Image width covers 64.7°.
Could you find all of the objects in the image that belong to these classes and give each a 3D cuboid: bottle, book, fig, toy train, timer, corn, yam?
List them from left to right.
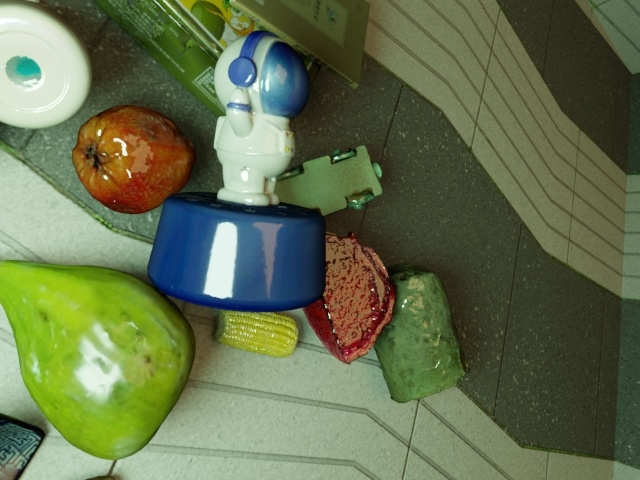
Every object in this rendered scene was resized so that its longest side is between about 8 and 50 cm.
[{"bbox_3d":[-0.394,-0.256,0.693,0.148,0.236,0.147,-11,123,-18],"label":"bottle"},{"bbox_3d":[-0.307,0.131,0.678,0.233,0.233,0.314,-52,121,-34],"label":"fig"},{"bbox_3d":[-0.101,-0.110,0.751,0.271,0.270,0.383,0,103,-41],"label":"timer"},{"bbox_3d":[-0.117,0.170,0.945,0.165,0.063,0.084,17,95,-35],"label":"corn"},{"bbox_3d":[-0.024,-0.463,0.992,0.311,0.021,0.216,23,67,-37],"label":"book"},{"bbox_3d":[-0.015,-0.096,1.022,0.327,0.159,0.129,-24,95,-37],"label":"toy train"},{"bbox_3d":[0.204,0.196,1.130,0.195,0.195,0.299,-27,100,-41],"label":"yam"}]

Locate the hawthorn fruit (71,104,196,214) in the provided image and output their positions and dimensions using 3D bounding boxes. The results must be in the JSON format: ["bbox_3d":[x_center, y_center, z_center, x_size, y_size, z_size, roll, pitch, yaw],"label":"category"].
[{"bbox_3d":[-0.293,-0.129,0.799,0.173,0.174,0.179,51,27,-21],"label":"hawthorn fruit"}]

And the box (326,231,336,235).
[{"bbox_3d":[0.000,0.000,1.109,0.083,0.012,0.046,13,74,-38],"label":"box"}]

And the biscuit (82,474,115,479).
[{"bbox_3d":[-0.366,0.440,0.642,0.301,0.043,0.278,-62,141,-39],"label":"biscuit"}]

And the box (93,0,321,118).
[{"bbox_3d":[-0.166,-0.458,0.974,0.420,0.138,0.372,43,57,-27],"label":"box"}]

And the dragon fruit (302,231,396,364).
[{"bbox_3d":[0.032,0.094,1.005,0.163,0.189,0.261,-28,101,-51],"label":"dragon fruit"}]

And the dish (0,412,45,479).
[{"bbox_3d":[-0.457,0.314,0.591,0.080,0.181,0.243,21,62,5],"label":"dish"}]
